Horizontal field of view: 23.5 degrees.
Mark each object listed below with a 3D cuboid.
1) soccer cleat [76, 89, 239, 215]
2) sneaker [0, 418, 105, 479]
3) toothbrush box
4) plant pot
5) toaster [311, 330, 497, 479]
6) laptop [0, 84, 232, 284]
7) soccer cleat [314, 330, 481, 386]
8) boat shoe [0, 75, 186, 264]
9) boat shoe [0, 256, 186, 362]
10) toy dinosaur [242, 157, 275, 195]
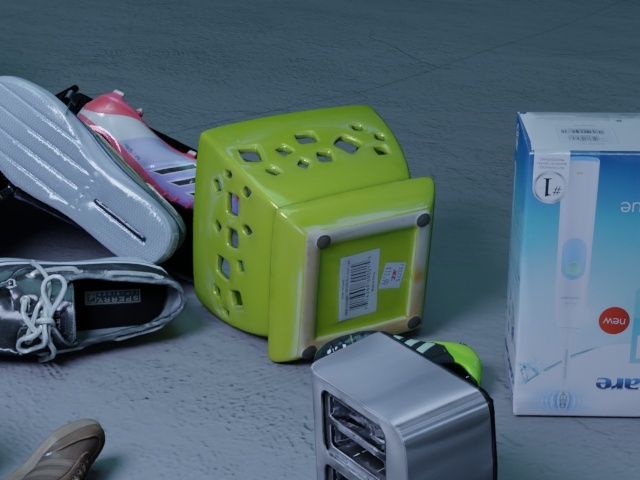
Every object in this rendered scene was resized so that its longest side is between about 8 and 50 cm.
[{"bbox_3d":[-0.210,-0.089,1.971,0.248,0.083,0.095,40,61,-1],"label":"soccer cleat"},{"bbox_3d":[-0.249,0.235,1.409,0.071,0.066,0.188,30,40,20],"label":"sneaker"},{"bbox_3d":[0.304,0.026,1.576,0.216,0.296,0.126,2,25,1],"label":"toothbrush box"},{"bbox_3d":[0.000,0.000,1.734,0.227,0.228,0.207,-12,34,-26],"label":"plant pot"},{"bbox_3d":[0.075,0.195,1.358,0.110,0.168,0.185,-18,29,-30],"label":"toaster"},{"bbox_3d":[-0.350,-0.027,2.033,0.407,0.236,0.382,-25,19,14],"label":"laptop"},{"bbox_3d":[0.083,0.134,1.624,0.178,0.060,0.072,2,25,-3],"label":"soccer cleat"},{"bbox_3d":[-0.286,-0.078,1.829,0.302,0.109,0.094,43,9,6],"label":"boat shoe"},{"bbox_3d":[-0.297,0.079,1.679,0.306,0.113,0.105,-1,8,-25],"label":"boat shoe"},{"bbox_3d":[-0.089,-0.075,2.008,0.268,0.118,0.064,22,73,17],"label":"toy dinosaur"}]
